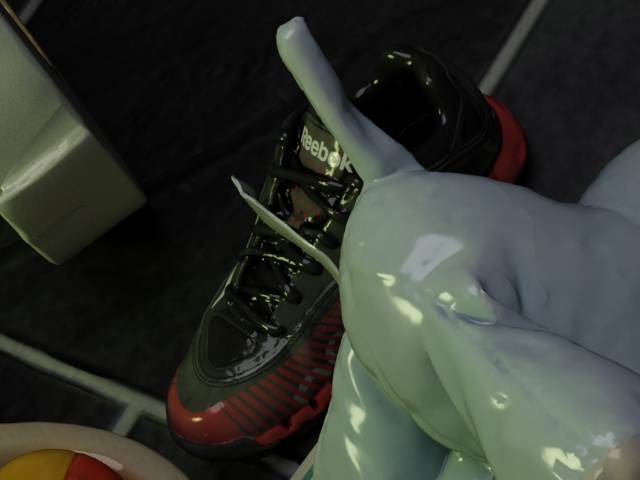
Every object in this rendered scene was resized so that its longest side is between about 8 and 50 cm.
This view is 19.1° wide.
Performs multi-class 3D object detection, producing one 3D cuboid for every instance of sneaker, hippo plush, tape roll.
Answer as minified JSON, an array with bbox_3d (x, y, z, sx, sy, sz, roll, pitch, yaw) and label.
[{"bbox_3d":[0.000,0.000,1.061,0.098,0.135,0.276,33,77,37],"label":"sneaker"},{"bbox_3d":[0.127,0.050,0.886,0.237,0.234,0.294,-19,60,-27],"label":"hippo plush"},{"bbox_3d":[-0.243,-0.157,1.125,0.072,0.392,0.392,-37,49,-3],"label":"tape roll"}]

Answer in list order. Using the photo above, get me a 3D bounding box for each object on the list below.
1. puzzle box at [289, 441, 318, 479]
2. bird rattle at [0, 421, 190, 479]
[{"bbox_3d":[0.059,0.226,0.924,0.272,0.052,0.409,26,71,37],"label":"puzzle box"},{"bbox_3d":[-0.130,0.155,0.936,0.254,0.143,0.207,3,32,6],"label":"bird rattle"}]
